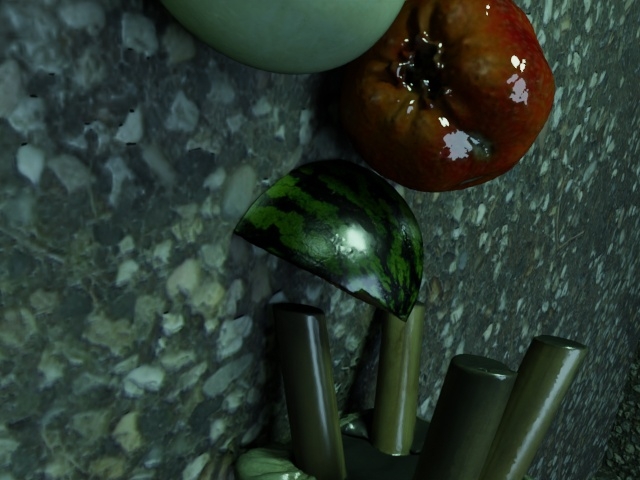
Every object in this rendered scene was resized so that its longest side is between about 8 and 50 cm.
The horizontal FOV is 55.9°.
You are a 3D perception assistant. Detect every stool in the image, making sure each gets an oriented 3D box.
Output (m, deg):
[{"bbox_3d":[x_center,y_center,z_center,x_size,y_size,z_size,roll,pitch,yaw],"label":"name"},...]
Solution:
[{"bbox_3d":[0.103,0.198,0.682,0.310,0.310,0.226,5,95,-51],"label":"stool"}]

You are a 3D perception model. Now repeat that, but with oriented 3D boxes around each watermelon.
[{"bbox_3d":[0.011,-0.011,0.615,0.137,0.193,0.145,-28,145,22],"label":"watermelon"}]

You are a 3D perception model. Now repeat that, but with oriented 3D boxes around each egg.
[{"bbox_3d":[-0.030,-0.213,0.401,0.186,0.187,0.253,-62,146,-7],"label":"egg"}]

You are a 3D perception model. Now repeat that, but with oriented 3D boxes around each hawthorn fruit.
[{"bbox_3d":[0.139,-0.140,0.639,0.243,0.207,0.207,14,97,-67],"label":"hawthorn fruit"}]
